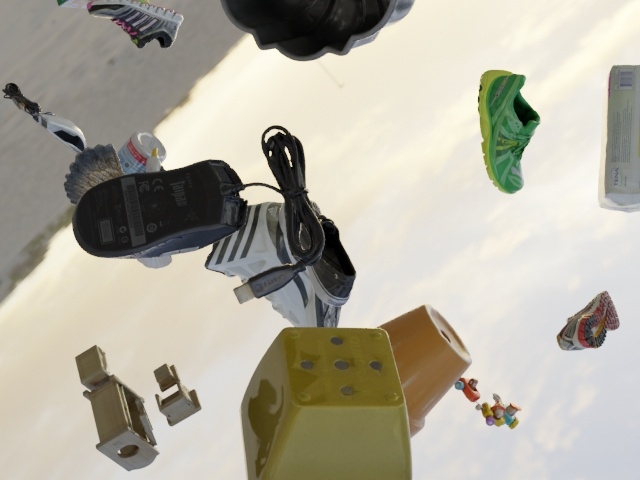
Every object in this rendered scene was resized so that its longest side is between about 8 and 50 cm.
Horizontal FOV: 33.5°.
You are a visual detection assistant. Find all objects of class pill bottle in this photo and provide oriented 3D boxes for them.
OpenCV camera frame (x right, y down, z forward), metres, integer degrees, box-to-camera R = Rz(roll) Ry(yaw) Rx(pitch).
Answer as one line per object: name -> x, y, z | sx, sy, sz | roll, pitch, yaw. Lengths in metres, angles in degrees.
pill bottle -> -0.401, -0.150, 2.241 | 0.160, 0.087, 0.087 | -45, -166, 25

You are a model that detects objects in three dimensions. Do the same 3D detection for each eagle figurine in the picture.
eagle figurine -> -0.337, -0.074, 2.061 | 0.226, 0.225, 0.298 | -29, 173, 12

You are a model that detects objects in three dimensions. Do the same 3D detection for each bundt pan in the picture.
bundt pan -> 0.015, -0.390, 1.332 | 0.331, 0.331, 0.124 | -31, 170, 35

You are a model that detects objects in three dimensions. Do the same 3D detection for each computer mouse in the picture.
computer mouse -> -0.501, -0.224, 1.989 | 0.106, 0.193, 0.042 | 31, -97, 43
computer mouse -> -0.123, -0.003, 1.137 | 0.262, 0.184, 0.060 | -19, 157, -4

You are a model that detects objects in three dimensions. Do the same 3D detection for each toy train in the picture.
toy train -> 0.350, 0.324, 2.171 | 0.046, 0.166, 0.125 | -47, -132, 21

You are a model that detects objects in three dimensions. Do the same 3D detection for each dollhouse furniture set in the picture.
dollhouse furniture set -> -0.269, 0.231, 1.640 | 0.161, 0.101, 0.182 | -30, -132, 6

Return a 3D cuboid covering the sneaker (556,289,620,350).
sneaker -> 0.574, 0.173, 2.290 | 0.092, 0.088, 0.225 | -20, -177, 38

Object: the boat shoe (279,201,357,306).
boat shoe -> 0.000, 0.000, 1.712 | 0.076, 0.080, 0.228 | -60, -142, 36

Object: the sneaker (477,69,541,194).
sneaker -> 0.405, -0.222, 2.253 | 0.123, 0.295, 0.109 | -1, -144, 20

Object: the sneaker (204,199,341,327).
sneaker -> -0.103, 0.070, 2.351 | 0.257, 0.447, 0.169 | 5, -132, 18

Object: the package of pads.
package of pads -> 0.538, -0.166, 1.849 | 0.101, 0.229, 0.296 | 2, 177, 13

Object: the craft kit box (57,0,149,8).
craft kit box -> -0.524, -0.646, 2.413 | 0.061, 0.250, 0.246 | -23, 173, 37

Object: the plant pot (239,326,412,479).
plant pot -> 0.013, 0.228, 1.391 | 0.212, 0.212, 0.187 | -102, -163, -51

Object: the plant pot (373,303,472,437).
plant pot -> 0.145, 0.211, 1.803 | 0.188, 0.205, 0.205 | -40, -163, 13

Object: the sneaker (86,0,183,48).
sneaker -> -0.319, -0.369, 1.824 | 0.063, 0.170, 0.075 | 13, -85, 58
